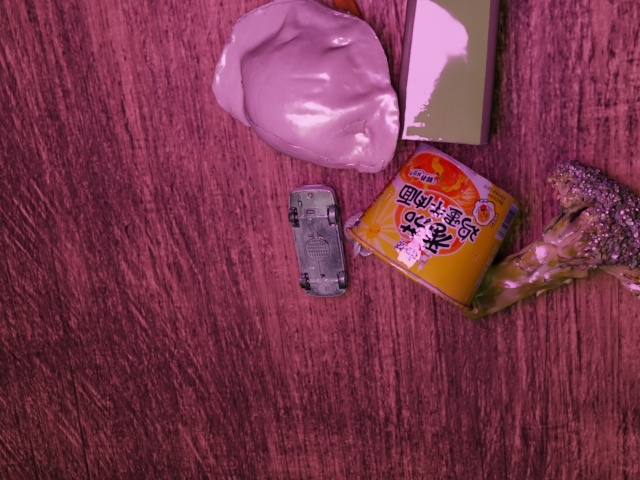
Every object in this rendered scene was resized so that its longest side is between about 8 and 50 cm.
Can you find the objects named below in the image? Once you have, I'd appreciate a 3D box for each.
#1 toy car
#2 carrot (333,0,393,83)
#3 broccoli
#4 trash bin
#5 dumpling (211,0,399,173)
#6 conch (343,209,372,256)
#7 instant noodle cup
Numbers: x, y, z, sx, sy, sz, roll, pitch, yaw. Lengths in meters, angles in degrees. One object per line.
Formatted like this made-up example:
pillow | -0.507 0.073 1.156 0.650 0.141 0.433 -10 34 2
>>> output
toy car | 0.000 0.000 1.476 0.090 0.076 0.224 -3 116 13
carrot | 0.062 -0.357 1.358 0.061 0.061 0.209 -20 99 17
broccoli | 0.393 0.018 1.353 0.361 0.221 0.252 -15 140 16
trash bin | 0.216 -0.289 1.313 0.164 0.122 0.240 7 107 9
dumpling | -0.015 -0.266 1.325 0.341 0.181 0.260 38 120 43
conch | 0.080 -0.017 1.465 0.076 0.056 0.085 -1 129 -8
instant noodle cup | 0.200 -0.032 1.330 0.264 0.264 0.200 32 97 0
